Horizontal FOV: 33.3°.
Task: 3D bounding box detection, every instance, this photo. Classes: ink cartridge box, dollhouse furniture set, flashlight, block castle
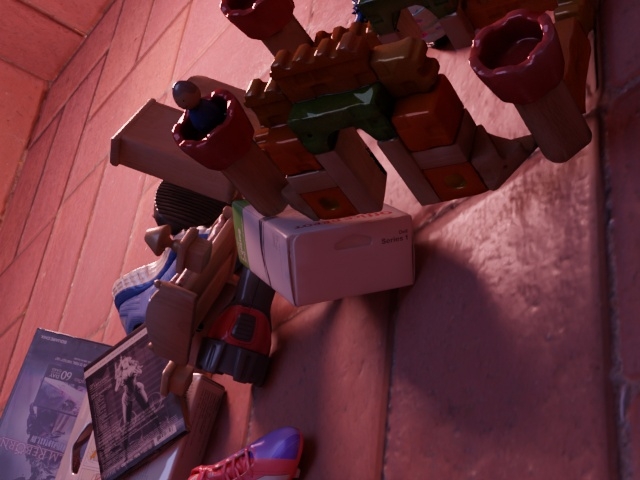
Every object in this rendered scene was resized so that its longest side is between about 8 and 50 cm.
[{"bbox_3d":[0.000,0.000,1.324,0.219,0.160,0.092,-146,49,-65],"label":"ink cartridge box"},{"bbox_3d":[-0.198,-0.014,1.535,0.303,0.174,0.355,-60,-13,-49],"label":"dollhouse furniture set"},{"bbox_3d":[-0.084,0.048,1.507,0.103,0.103,0.304,11,79,38],"label":"flashlight"},{"bbox_3d":[-0.284,0.329,1.600,0.239,0.060,0.275,-1,63,40],"label":"ink cartridge box"},{"bbox_3d":[0.066,-0.214,1.175,0.453,0.213,0.303,-9,50,32],"label":"block castle"}]

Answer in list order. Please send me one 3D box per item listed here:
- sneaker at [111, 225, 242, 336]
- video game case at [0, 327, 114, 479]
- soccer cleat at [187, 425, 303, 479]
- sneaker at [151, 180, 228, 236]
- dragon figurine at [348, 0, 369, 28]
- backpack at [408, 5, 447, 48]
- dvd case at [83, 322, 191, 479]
[{"bbox_3d":[-0.212,0.086,1.749,0.330,0.130,0.147,-35,59,38],"label":"sneaker"},{"bbox_3d":[-0.411,0.286,1.692,0.026,0.196,0.274,65,-140,-62],"label":"video game case"},{"bbox_3d":[-0.114,0.304,1.346,0.248,0.095,0.083,-44,31,37],"label":"soccer cleat"},{"bbox_3d":[-0.225,-0.049,1.868,0.330,0.123,0.146,-73,5,-68],"label":"sneaker"},{"bbox_3d":[0.040,-0.242,1.586,0.144,0.085,0.289,-36,35,46],"label":"dragon figurine"},{"bbox_3d":[0.133,-0.341,1.470,0.152,0.115,0.182,-54,29,15],"label":"backpack"},{"bbox_3d":[-0.277,0.236,1.599,0.165,0.018,0.221,-36,47,16],"label":"dvd case"}]
